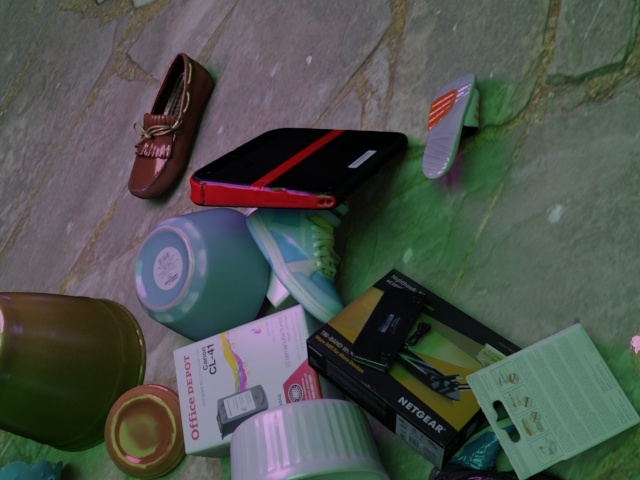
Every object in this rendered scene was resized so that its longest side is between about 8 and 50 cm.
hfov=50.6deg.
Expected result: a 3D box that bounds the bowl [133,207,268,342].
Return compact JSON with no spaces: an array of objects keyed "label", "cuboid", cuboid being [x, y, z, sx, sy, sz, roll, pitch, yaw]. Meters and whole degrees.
[{"label":"bowl","cuboid":[-0.281,0.068,1.450,0.312,0.163,0.311,-8,77,36]}]

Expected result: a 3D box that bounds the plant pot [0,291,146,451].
[{"label":"plant pot","cuboid":[-0.642,0.260,1.482,0.367,0.353,0.366,-10,67,23]}]

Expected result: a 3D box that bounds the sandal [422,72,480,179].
[{"label":"sandal","cuboid":[0.270,-0.220,1.375,0.102,0.076,0.265,-11,52,48]}]

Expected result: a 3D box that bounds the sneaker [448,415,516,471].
[{"label":"sneaker","cuboid":[0.290,0.364,1.156,0.152,0.058,0.084,-29,73,0]}]

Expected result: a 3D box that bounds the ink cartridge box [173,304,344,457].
[{"label":"ink cartridge box","cuboid":[-0.122,0.285,1.347,0.306,0.131,0.226,-21,63,16]}]

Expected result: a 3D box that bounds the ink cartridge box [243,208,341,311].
[{"label":"ink cartridge box","cuboid":[-0.089,0.018,1.476,0.171,0.056,0.235,-45,57,5]}]

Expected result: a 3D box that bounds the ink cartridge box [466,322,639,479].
[{"label":"ink cartridge box","cuboid":[0.369,0.259,1.095,0.225,0.056,0.181,-23,70,-9]}]

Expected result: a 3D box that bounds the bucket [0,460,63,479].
[{"label":"bucket","cuboid":[-0.702,0.573,1.452,0.281,0.281,0.183,-12,69,22]}]

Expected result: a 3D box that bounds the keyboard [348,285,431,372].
[{"label":"keyboard","cuboid":[0.133,0.155,1.179,0.108,0.023,0.180,14,47,26]}]

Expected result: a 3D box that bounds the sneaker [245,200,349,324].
[{"label":"sneaker","cuboid":[0.000,0.000,1.337,0.208,0.127,0.319,-41,60,7]}]

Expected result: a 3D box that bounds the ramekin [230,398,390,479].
[{"label":"ramekin","cuboid":[-0.028,0.386,1.184,0.277,0.277,0.135,-25,55,16]}]

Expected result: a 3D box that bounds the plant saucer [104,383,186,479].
[{"label":"plant saucer","cuboid":[-0.375,0.409,1.450,0.200,0.037,0.199,-3,76,11]}]

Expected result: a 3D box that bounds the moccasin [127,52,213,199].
[{"label":"moccasin","cuboid":[-0.387,-0.284,1.684,0.139,0.147,0.379,19,80,31]}]

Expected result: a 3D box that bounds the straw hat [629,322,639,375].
[{"label":"straw hat","cuboid":[0.571,0.169,1.087,0.145,0.061,0.144,-10,67,24]}]

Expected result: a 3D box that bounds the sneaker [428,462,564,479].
[{"label":"sneaker","cuboid":[0.292,0.404,1.056,0.228,0.130,0.087,9,87,-3]}]

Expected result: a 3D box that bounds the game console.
[{"label":"game console","cuboid":[-0.041,-0.149,1.373,0.342,0.386,0.060,8,118,25]}]

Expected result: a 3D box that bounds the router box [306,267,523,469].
[{"label":"router box","cuboid":[0.167,0.210,1.193,0.309,0.081,0.243,33,54,32]}]
